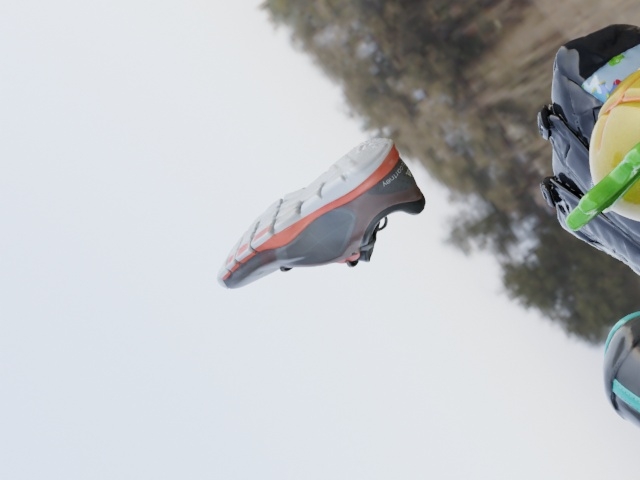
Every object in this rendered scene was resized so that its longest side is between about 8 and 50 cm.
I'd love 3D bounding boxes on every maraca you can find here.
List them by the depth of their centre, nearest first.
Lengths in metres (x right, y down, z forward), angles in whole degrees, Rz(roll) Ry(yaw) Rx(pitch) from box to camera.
[{"bbox_3d":[0.211,-0.058,0.756,0.099,0.127,0.185,46,-143,13],"label":"maraca"}]

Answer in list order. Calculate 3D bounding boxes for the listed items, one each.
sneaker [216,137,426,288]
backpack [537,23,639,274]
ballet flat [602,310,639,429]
[{"bbox_3d":[0.000,0.000,0.796,0.065,0.158,0.061,48,-148,-15],"label":"sneaker"},{"bbox_3d":[0.422,-0.041,1.305,0.355,0.273,0.290,-120,12,-45],"label":"backpack"},{"bbox_3d":[0.297,0.071,0.689,0.096,0.280,0.095,-115,15,-64],"label":"ballet flat"}]
